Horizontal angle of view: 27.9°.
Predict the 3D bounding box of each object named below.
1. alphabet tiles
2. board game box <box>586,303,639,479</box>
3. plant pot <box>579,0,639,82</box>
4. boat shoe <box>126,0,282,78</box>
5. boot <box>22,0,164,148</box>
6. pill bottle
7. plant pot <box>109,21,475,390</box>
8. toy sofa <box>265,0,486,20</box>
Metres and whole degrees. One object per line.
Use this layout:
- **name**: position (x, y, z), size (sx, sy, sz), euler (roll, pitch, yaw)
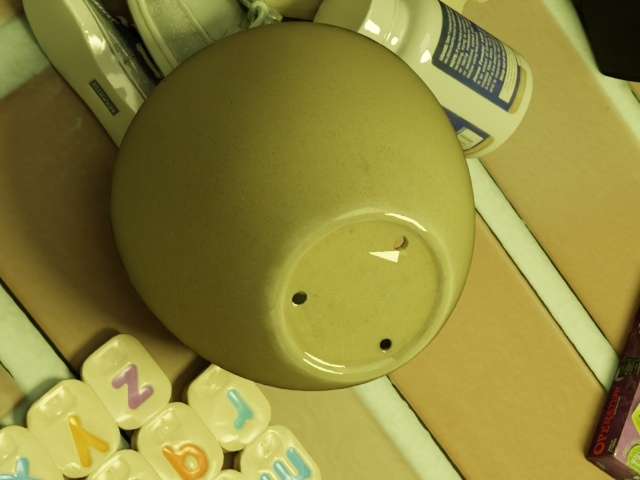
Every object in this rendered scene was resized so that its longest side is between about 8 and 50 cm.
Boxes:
- **alphabet tiles**: position (-0.131, 0.227, 1.003), size (0.284, 0.021, 0.278), euler (-41, 98, -30)
- **board game box**: position (0.438, 0.213, 1.317), size (0.347, 0.056, 0.208), euler (35, 60, -19)
- **plant pot**: position (0.367, -0.256, 1.304), size (0.188, 0.167, 0.187), euler (-22, 97, -31)
- **boat shoe**: position (-0.028, -0.128, 1.057), size (0.320, 0.103, 0.118), euler (47, 35, -24)
- **boot**: position (-0.161, -0.153, 1.052), size (0.086, 0.069, 0.190), euler (-44, 110, -37)
- **pill bottle**: position (0.088, -0.158, 1.146), size (0.186, 0.112, 0.112), euler (27, 67, -33)
- **plant pot**: position (0.000, 0.000, 0.953), size (0.284, 0.191, 0.284), euler (-7, 116, -16)
- **toy sofa**: position (-0.005, -0.301, 1.138), size (0.362, 0.177, 0.150), euler (1, 54, -29)
